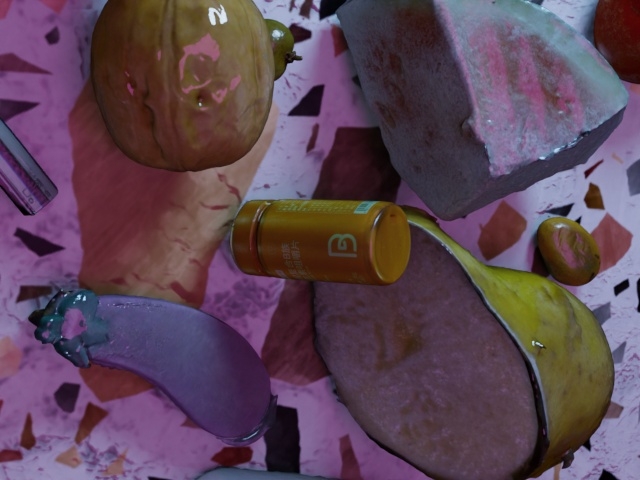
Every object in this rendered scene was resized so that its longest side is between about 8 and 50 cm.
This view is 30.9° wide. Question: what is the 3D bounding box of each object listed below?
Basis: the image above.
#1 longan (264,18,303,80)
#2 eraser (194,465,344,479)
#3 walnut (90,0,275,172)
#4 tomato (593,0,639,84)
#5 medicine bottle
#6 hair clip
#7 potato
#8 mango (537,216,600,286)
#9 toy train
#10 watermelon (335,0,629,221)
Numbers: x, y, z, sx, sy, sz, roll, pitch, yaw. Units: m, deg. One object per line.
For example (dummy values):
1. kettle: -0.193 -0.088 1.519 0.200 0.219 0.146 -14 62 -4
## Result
1. longan: -0.059 -0.216 1.330 0.075 0.083 0.075 -56 157 -38
2. eraser: -0.042 0.411 1.446 0.331 0.150 0.331 -5 103 -24
3. walnut: -0.147 -0.179 1.240 0.195 0.195 0.221 -15 116 -23
4. tomato: 0.455 -0.295 1.532 0.187 0.151 0.187 -4 99 -28
5. medicine bottle: 0.000 0.000 1.335 0.096 0.192 0.096 -8 100 -58
6. hair clip: -0.179 0.137 1.360 0.359 0.110 0.096 27 129 -33
7. potato: 0.202 0.118 1.491 0.397 0.290 0.296 51 39 11
8. mango: 0.341 0.015 1.600 0.079 0.057 0.114 -47 109 -5
9. toy train: -0.369 -0.134 1.208 0.048 0.055 0.252 -41 117 -13
10. watermelon: 0.189 -0.147 1.379 0.387 0.228 0.258 28 79 -24
